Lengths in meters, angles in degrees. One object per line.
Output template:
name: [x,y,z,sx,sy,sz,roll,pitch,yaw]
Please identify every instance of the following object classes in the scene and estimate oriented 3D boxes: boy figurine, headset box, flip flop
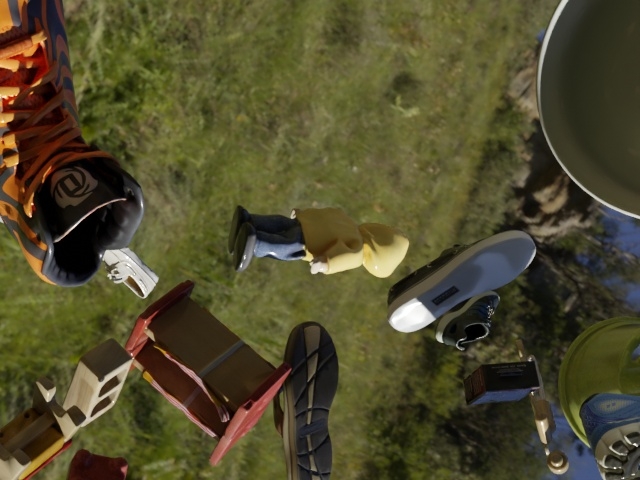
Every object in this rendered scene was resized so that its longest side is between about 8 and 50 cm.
boy figurine: [0.000,0.000,1.392,0.177,0.285,0.092,-121,-138,-54]
headset box: [0.198,0.156,0.962,0.083,0.062,0.032,105,-20,-67]
flip flop: [-0.033,0.263,1.356,0.080,0.112,0.277,4,-84,42]

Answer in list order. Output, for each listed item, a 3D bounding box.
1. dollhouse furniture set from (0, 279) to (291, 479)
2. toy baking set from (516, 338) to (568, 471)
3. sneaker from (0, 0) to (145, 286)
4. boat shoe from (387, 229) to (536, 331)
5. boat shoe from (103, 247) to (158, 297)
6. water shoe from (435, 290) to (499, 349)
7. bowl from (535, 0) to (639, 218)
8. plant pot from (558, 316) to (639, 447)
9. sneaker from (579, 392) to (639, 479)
dollhouse furniture set: [-0.234,0.233,1.131,0.374,0.201,0.152,-38,164,-46]
toy baking set: [0.336,0.254,1.315,0.030,0.256,0.197,-15,-115,12]
sneaker: [-0.210,-0.098,0.672,0.124,0.321,0.180,-29,-131,-24]
boat shoe: [0.188,0.044,1.221,0.228,0.080,0.076,-36,-146,20]
boat shoe: [-0.225,0.031,0.990,0.035,0.100,0.035,4,-123,37]
water shoe: [0.325,0.174,1.835,0.080,0.203,0.073,31,-48,35]
bowl: [0.380,-0.165,0.884,0.297,0.134,0.298,1,-88,33]
plant pot: [0.580,0.249,1.532,0.254,0.276,0.276,79,32,-75]
sneaker: [0.463,0.245,1.068,0.147,0.329,0.130,-109,-140,-62]
